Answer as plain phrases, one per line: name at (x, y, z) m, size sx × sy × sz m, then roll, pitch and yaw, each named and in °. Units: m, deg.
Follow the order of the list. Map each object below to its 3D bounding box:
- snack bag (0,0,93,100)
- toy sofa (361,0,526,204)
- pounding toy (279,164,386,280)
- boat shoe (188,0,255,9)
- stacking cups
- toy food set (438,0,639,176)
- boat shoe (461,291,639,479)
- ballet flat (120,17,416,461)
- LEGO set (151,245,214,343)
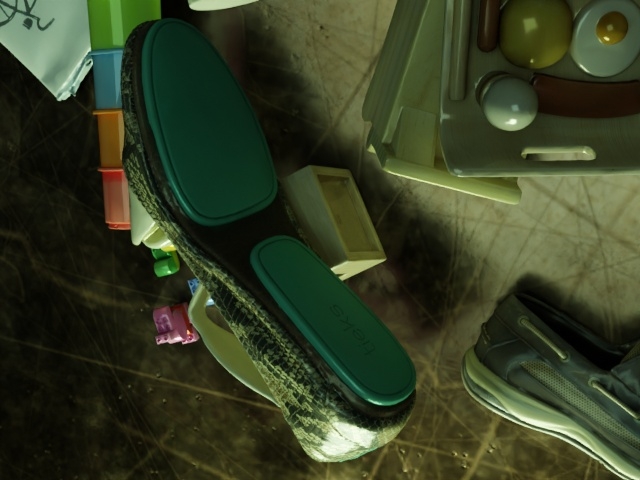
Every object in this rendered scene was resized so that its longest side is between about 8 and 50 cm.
snack bag at (-0.319, -0.382, 1.393) m, size 0.342 × 0.037 × 0.323 m, roll 43°, pitch 113°, yaw 1°
toy sofa at (0.167, -0.235, 1.229) m, size 0.150 × 0.177 × 0.363 m, roll 13°, pitch 109°, yaw -11°
pounding toy at (0.000, 0.000, 1.346) m, size 0.100 × 0.141 × 0.130 m, roll -26°, pitch 80°, yaw 22°
boat shoe at (-0.063, -0.300, 1.317) m, size 0.184 × 0.066 × 0.063 m, roll -19°, pitch 83°, yaw 24°
stacking cups at (-0.203, -0.171, 1.317) m, size 0.096 × 0.096 × 0.316 m, roll -2°, pitch 93°, yaw 19°
toy food set at (0.227, -0.207, 1.103) m, size 0.219 × 0.092 × 0.306 m, roll -1°, pitch 112°, yaw -7°
boat shoe at (0.322, 0.162, 1.271) m, size 0.355 × 0.132 × 0.130 m, roll 23°, pitch 110°, yaw 10°
ballet flat at (-0.090, 0.014, 1.238) m, size 0.182 × 0.164 × 0.483 m, roll -43°, pitch 75°, yaw 41°
LEGO set at (-0.172, 0.015, 1.413) m, size 0.087 × 0.093 × 0.227 m, roll -15°, pitch 98°, yaw 21°
